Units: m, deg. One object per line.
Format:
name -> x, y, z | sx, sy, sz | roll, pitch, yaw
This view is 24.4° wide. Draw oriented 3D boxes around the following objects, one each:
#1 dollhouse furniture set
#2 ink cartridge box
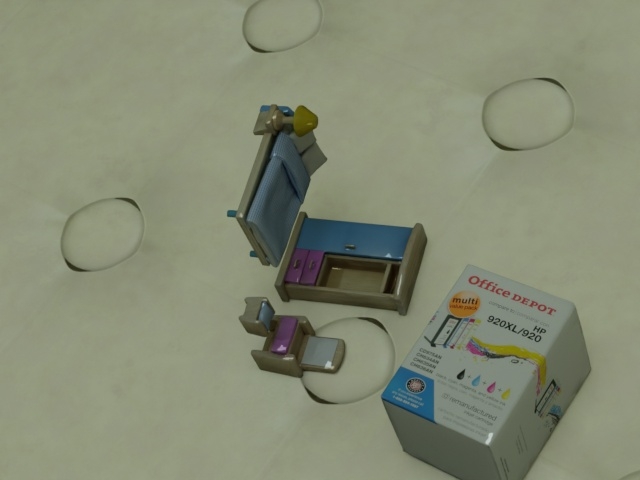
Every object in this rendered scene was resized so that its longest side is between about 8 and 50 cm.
dollhouse furniture set -> 0.000, 0.000, 2.084 | 0.198, 0.303, 0.286 | 5, 57, 22
ink cartridge box -> 0.223, 0.186, 1.965 | 0.171, 0.168, 0.232 | 22, 64, 30
